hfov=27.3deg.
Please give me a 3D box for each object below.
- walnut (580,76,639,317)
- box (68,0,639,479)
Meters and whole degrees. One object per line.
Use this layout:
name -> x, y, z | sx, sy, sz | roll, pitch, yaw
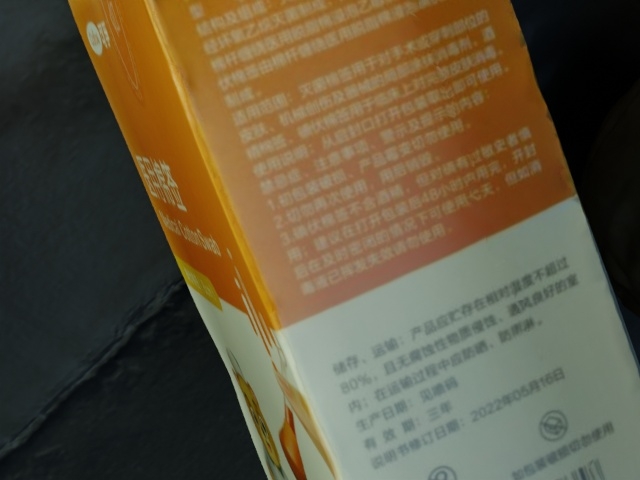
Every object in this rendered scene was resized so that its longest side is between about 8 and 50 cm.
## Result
walnut -> 0.289, -0.040, 0.790 | 0.273, 0.273, 0.227 | -44, 87, 7
box -> 0.017, 0.001, 0.615 | 0.143, 0.225, 0.341 | -23, 102, -13
